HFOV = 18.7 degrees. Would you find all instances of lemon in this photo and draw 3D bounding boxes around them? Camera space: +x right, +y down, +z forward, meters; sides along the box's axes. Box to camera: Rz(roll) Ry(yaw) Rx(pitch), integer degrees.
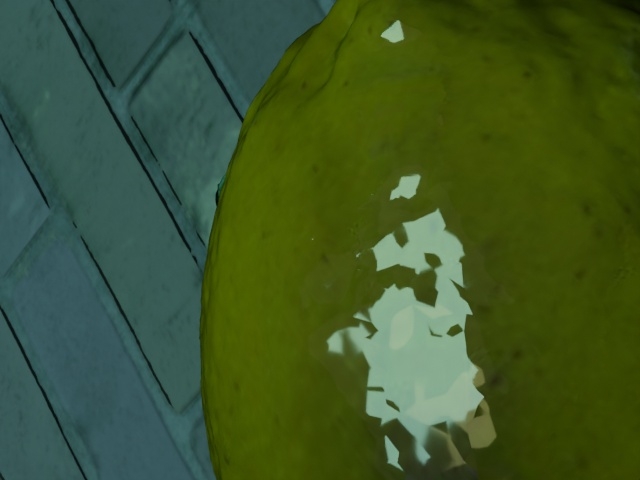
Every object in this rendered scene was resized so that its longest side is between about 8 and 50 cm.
[{"bbox_3d":[0.082,0.046,0.778,0.285,0.285,0.316,-24,59,42],"label":"lemon"}]

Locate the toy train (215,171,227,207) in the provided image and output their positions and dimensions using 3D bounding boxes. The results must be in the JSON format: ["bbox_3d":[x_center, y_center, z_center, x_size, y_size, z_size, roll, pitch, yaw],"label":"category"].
[{"bbox_3d":[0.000,0.000,1.223,0.111,0.071,0.170,-29,72,33],"label":"toy train"}]
